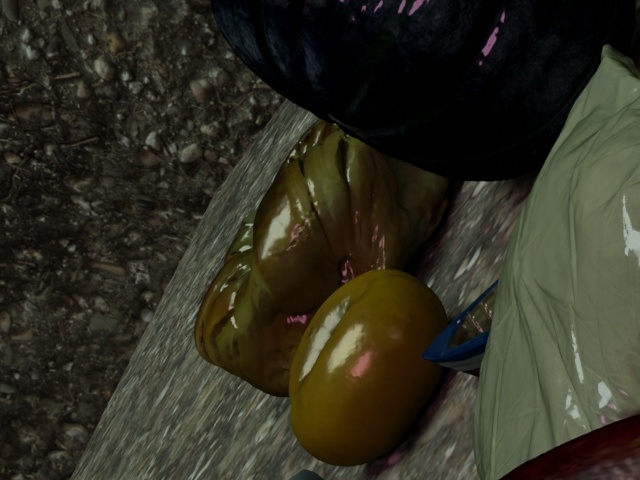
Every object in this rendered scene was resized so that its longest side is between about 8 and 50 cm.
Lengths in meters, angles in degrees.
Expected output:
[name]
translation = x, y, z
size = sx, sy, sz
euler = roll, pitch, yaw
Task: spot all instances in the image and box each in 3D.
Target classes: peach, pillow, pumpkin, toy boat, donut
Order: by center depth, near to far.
[pillow]
translation = 0.137, 0.054, 0.814
size = 0.274, 0.076, 0.281
euler = -88, 11, -70
[toy boat]
translation = 0.146, 0.045, 1.083
size = 0.229, 0.046, 0.080
euler = -48, 15, 49
[pumpkin]
translation = 0.082, -0.207, 1.267
size = 0.266, 0.363, 0.363
euler = -64, 9, 1
[peach]
translation = 0.038, 0.105, 1.274
size = 0.179, 0.103, 0.179
euler = -59, 9, 15
[donut]
translation = 0.000, 0.000, 1.609
size = 0.360, 0.170, 0.360
euler = -57, 8, 13

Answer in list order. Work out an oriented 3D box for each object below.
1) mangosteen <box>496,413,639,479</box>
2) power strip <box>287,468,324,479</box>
[mangosteen]
translation = 0.125, 0.170, 0.398
size = 0.235, 0.235, 0.261
euler = -64, -31, -31
[power strip]
translation = -0.081, 0.292, 1.339
size = 0.216, 0.044, 0.137
euler = -50, -12, 34
